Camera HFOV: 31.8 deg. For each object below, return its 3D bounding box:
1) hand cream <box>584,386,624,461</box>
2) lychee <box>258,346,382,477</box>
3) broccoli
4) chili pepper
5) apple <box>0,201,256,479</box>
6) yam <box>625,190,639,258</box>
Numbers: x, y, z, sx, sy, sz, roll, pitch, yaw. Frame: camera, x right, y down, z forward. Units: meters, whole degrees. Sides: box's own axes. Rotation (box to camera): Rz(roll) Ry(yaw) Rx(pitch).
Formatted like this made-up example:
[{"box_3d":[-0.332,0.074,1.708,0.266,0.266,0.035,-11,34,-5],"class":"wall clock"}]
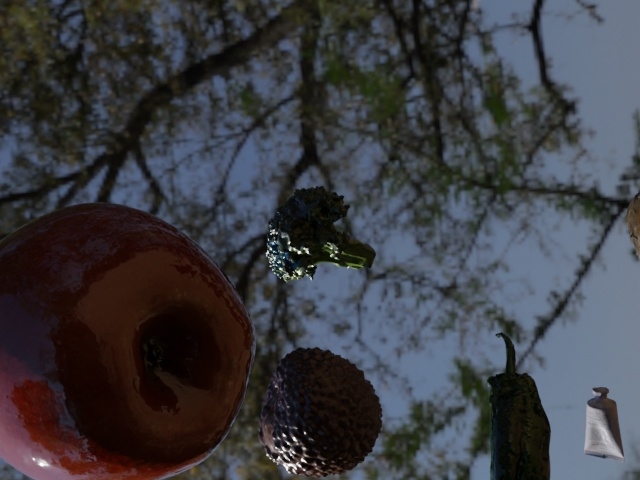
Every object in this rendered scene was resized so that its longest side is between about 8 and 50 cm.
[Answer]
[{"box_3d":[0.538,0.348,2.142,0.053,0.084,0.142,-23,-70,-45],"class":"hand cream"},{"box_3d":[0.006,0.256,1.642,0.188,0.188,0.188,-4,-90,-67],"class":"lychee"},{"box_3d":[0.000,0.000,1.617,0.154,0.160,0.167,-97,29,-70],"class":"broccoli"},{"box_3d":[0.211,0.229,1.185,0.122,0.065,0.278,42,-134,-75],"class":"chili pepper"},{"box_3d":[-0.165,0.082,0.855,0.218,0.201,0.218,1,-92,-40],"class":"apple"},{"box_3d":[0.465,-0.012,1.378,0.238,0.129,0.128,-103,37,-83],"class":"yam"}]
